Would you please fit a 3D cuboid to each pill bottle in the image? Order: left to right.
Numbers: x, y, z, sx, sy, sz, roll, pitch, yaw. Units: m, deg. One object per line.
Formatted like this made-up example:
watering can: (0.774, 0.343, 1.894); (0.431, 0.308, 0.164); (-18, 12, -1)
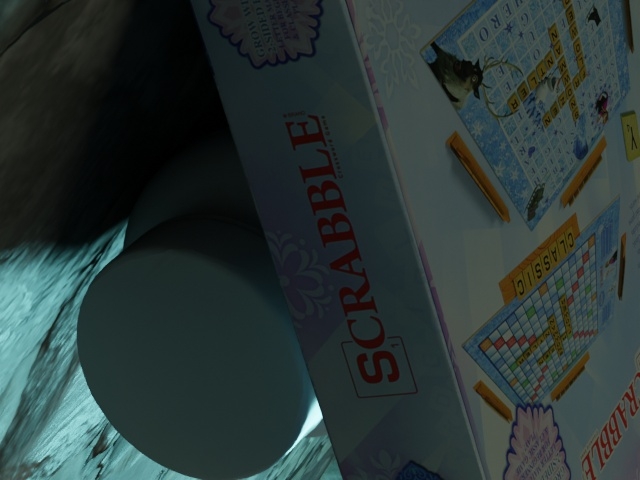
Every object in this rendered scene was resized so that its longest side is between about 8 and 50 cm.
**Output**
pill bottle: (0.000, 0.000, 0.873); (0.272, 0.152, 0.152); (-42, 165, -55)

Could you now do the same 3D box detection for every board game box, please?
board game box: (0.080, -0.033, 0.797); (0.066, 0.318, 0.319); (-8, -162, 30)
